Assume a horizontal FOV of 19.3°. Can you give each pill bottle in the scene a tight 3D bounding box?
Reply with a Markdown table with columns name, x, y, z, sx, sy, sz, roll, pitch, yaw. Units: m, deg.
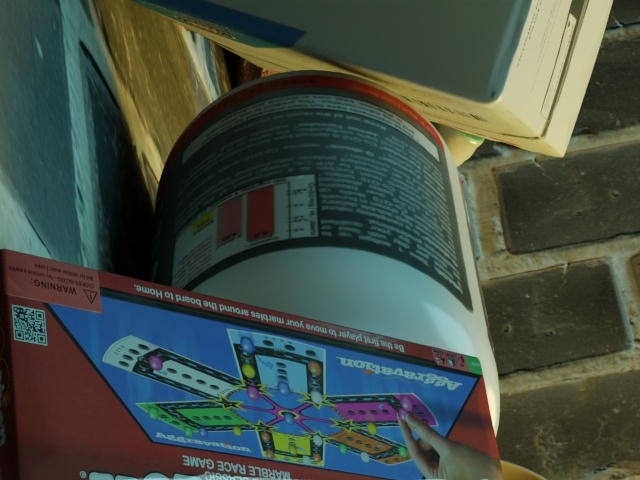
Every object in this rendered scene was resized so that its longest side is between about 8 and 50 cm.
| name | x | y | z | sx | sy | sz | roll | pitch | yaw |
| --- | --- | --- | --- | --- | --- | --- | --- | --- | --- |
| pill bottle | -0.003 | 0.061 | 1.125 | 0.363 | 0.210 | 0.210 | -92 | 170 | -61 |

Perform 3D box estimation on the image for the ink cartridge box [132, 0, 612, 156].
| name | x | y | z | sx | sy | sz | roll | pitch | yaw |
| --- | --- | --- | --- | --- | --- | --- | --- | --- | --- |
| ink cartridge box | 0.049 | -0.191 | 1.390 | 0.395 | 0.285 | 0.166 | 12 | 96 | -77 |

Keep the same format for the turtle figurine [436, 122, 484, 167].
| name | x | y | z | sx | sy | sz | roll | pitch | yaw |
| --- | --- | --- | --- | --- | --- | --- | --- | --- | --- |
| turtle figurine | 0.034 | -0.047 | 1.778 | 0.198 | 0.266 | 0.275 | 43 | 29 | 19 |

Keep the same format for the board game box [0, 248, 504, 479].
| name | x | y | z | sx | sy | sz | roll | pitch | yaw |
| --- | --- | --- | --- | --- | --- | --- | --- | --- | --- |
| board game box | -0.023 | 0.098 | 0.838 | 0.281 | 0.027 | 0.145 | 14 | 56 | -38 |

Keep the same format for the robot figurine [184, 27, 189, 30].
| name | x | y | z | sx | sy | sz | roll | pitch | yaw |
| --- | --- | --- | --- | --- | --- | --- | --- | --- | --- |
| robot figurine | -0.108 | -0.312 | 1.526 | 0.291 | 0.085 | 0.211 | 74 | 6 | -53 |

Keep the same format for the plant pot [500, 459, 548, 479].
| name | x | y | z | sx | sy | sz | roll | pitch | yaw |
| --- | --- | --- | --- | --- | --- | --- | --- | --- | --- |
| plant pot | 0.145 | 0.418 | 2.105 | 0.256 | 0.256 | 0.274 | -90 | -176 | -68 |

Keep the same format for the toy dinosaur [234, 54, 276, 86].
| name | x | y | z | sx | sy | sz | roll | pitch | yaw |
| --- | --- | --- | --- | --- | --- | --- | --- | --- | --- |
| toy dinosaur | -0.044 | -0.199 | 1.885 | 0.200 | 0.127 | 0.295 | -81 | 173 | -56 |
